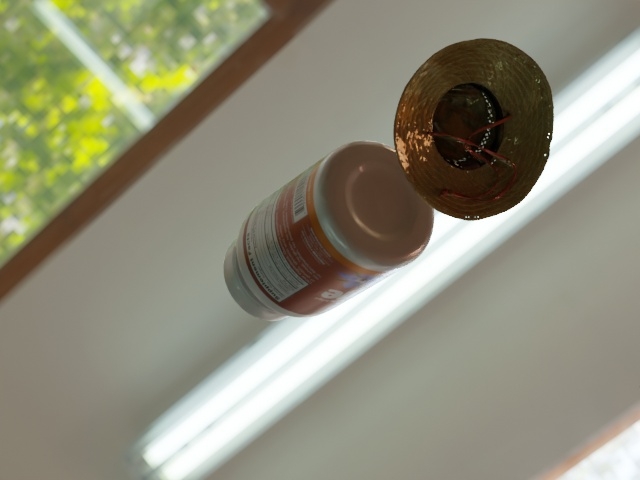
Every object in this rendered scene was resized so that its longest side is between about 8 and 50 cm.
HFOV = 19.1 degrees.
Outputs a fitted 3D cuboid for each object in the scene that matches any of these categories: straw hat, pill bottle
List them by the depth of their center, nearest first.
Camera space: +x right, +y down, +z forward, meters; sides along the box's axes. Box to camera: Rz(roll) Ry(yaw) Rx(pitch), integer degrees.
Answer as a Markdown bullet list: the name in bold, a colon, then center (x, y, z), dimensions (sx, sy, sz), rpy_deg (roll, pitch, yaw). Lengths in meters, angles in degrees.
- **straw hat**: center (0.110, -0.092, 1.490), dimensions (0.144, 0.144, 0.061), rpy_deg (38, -179, -24)
- **pill bottle**: center (0.000, 0.000, 1.731), dimensions (0.121, 0.216, 0.121), rpy_deg (11, -114, -27)
